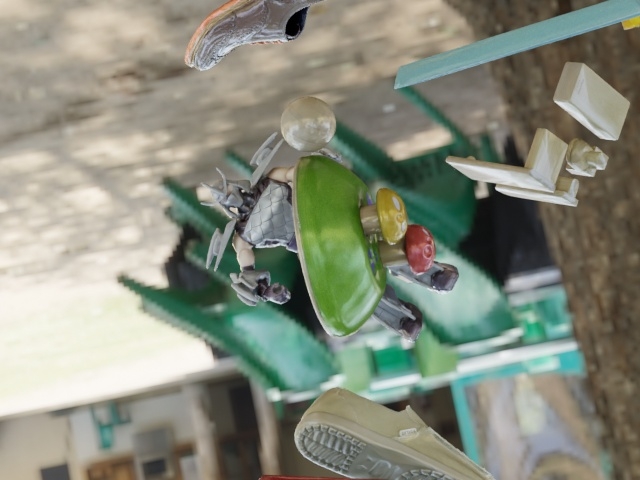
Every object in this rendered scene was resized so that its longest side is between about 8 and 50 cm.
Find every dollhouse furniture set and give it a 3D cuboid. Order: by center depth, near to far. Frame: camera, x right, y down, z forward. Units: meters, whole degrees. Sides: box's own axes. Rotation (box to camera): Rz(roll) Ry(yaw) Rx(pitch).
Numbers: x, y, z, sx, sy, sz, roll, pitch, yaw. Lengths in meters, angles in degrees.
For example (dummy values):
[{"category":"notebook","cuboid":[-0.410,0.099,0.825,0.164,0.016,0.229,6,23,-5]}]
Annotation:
[{"category":"dollhouse furniture set","cuboid":[0.259,-0.128,1.885,0.123,0.151,0.144,11,168,44]}]

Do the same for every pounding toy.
[{"category":"pounding toy","cuboid":[0.045,-0.029,1.557,0.110,0.237,0.183,-10,-177,12]}]

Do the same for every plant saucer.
[{"category":"plant saucer","cuboid":[0.148,-0.146,1.153,0.192,0.018,0.067,-14,-176,24]}]

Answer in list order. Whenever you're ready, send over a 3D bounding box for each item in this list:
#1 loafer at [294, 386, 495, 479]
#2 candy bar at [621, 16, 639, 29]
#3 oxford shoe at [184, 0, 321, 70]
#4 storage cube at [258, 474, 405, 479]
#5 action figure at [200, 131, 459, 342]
[{"category":"loafer","cuboid":[0.100,0.245,1.844,0.268,0.092,0.102,29,135,-14]},{"category":"candy bar","cuboid":[0.317,-0.283,1.694,0.040,0.161,0.018,-14,139,0]},{"category":"oxford shoe","cuboid":[-0.086,-0.291,2.143,0.271,0.098,0.097,-36,-175,44]},{"category":"storage cube","cuboid":[0.013,0.340,1.448,0.215,0.184,0.193,-1,-160,19]},{"category":"action figure","cuboid":[0.000,0.000,1.706,0.285,0.185,0.099,28,-167,-9]}]
